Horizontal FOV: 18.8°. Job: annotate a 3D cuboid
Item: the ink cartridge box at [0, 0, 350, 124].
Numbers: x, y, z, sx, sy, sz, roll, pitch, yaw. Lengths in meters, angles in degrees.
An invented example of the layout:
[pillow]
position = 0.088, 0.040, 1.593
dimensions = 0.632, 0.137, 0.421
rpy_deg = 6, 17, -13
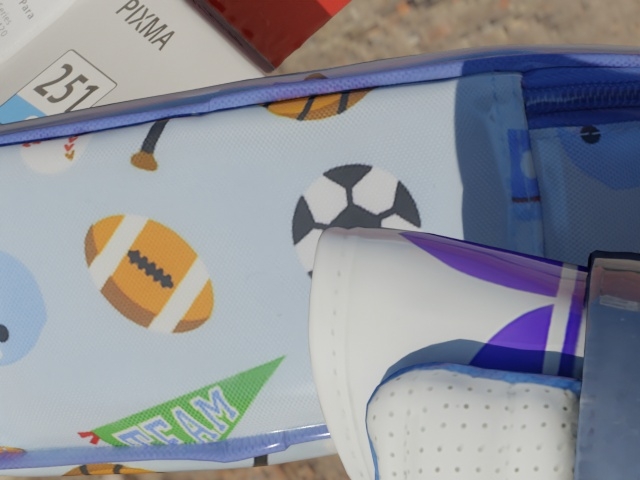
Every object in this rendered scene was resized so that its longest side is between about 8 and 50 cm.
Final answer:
[ink cartridge box]
position = -0.070, -0.130, 1.137
dimensions = 0.261, 0.296, 0.066
rpy_deg = -39, 66, 6

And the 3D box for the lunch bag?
[lunch bag]
position = 0.000, 0.000, 0.639
dimensions = 0.303, 0.115, 0.243
rpy_deg = -4, 4, 17

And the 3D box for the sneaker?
[sneaker]
position = 0.120, 0.028, 0.386
dimensions = 0.322, 0.236, 0.130
rpy_deg = -61, 2, 18
